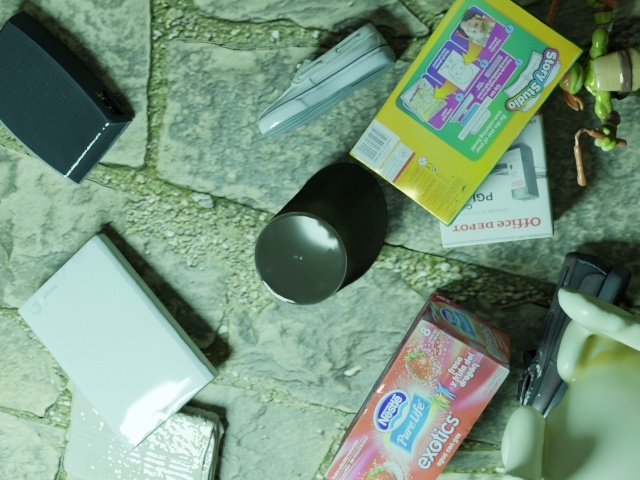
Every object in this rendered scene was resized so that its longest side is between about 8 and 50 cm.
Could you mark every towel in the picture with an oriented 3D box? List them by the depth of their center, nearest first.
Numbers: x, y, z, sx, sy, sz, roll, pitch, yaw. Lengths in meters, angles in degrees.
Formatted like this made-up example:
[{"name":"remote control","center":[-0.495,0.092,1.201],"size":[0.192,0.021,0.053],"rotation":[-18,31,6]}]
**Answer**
[{"name":"towel","center":[-0.311,0.355,1.378],"size":[0.282,0.049,0.187],"rotation":[14,104,11]}]

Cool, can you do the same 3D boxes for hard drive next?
[{"name":"hard drive","center":[-0.447,-0.227,1.280],"size":[0.254,0.054,0.172],"rotation":[45,108,1]},{"name":"hard drive","center":[-0.340,0.170,1.320],"size":[0.203,0.040,0.307],"rotation":[-42,84,11]}]

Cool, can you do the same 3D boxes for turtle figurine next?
[{"name":"turtle figurine","center":[0.413,-0.215,1.054],"size":[0.218,0.087,0.269],"rotation":[-6,92,10]}]

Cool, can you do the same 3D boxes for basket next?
[{"name":"basket","center":[0.000,0.000,1.129],"size":[0.154,0.227,0.204],"rotation":[18,105,9]}]

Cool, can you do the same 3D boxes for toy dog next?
[{"name":"toy dog","center":[0.353,0.297,1.011],"size":[0.285,0.395,0.407],"rotation":[28,96,17]}]

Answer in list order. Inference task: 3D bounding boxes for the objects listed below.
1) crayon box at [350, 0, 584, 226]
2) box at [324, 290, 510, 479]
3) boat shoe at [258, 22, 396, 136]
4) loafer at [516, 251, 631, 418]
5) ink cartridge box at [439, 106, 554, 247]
[{"name":"crayon box","center":[0.187,-0.178,1.026],"size":[0.165,0.081,0.278],"rotation":[37,108,6]},{"name":"box","center":[0.148,0.247,1.187],"size":[0.142,0.154,0.299],"rotation":[31,109,6]},{"name":"boat shoe","center":[-0.001,-0.236,1.165],"size":[0.226,0.083,0.075],"rotation":[-29,82,6]},{"name":"loafer","center":[0.346,0.160,1.156],"size":[0.095,0.109,0.302],"rotation":[29,102,26]},{"name":"ink cartridge box","center":[0.239,-0.107,1.118],"size":[0.159,0.092,0.217],"rotation":[-6,101,16]}]
